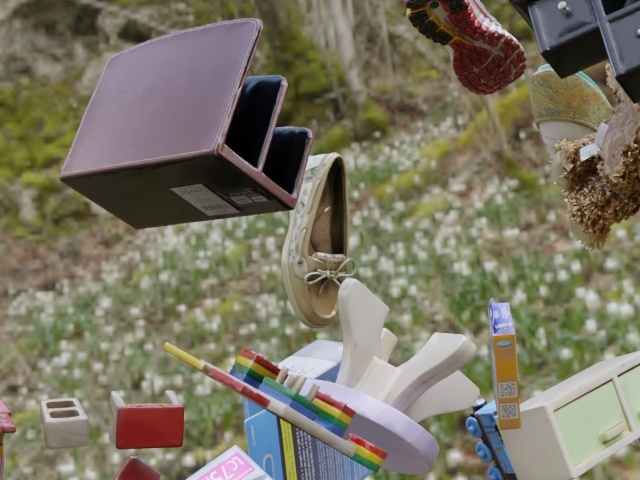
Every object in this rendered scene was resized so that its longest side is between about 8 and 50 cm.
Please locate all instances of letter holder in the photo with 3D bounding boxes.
[{"bbox_3d":[-0.164,-0.152,1.718,0.302,0.214,0.152,-6,-30,41],"label":"letter holder"}]

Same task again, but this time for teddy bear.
[{"bbox_3d":[0.431,-0.126,1.743,0.113,0.245,0.338,11,-54,-27],"label":"teddy bear"}]

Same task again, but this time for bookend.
[{"bbox_3d":[0.289,-0.204,1.322,0.157,0.156,0.072,-23,-32,24],"label":"bookend"}]

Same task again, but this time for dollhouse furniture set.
[{"bbox_3d":[-0.382,0.336,1.890,0.374,0.201,0.152,1,8,-18],"label":"dollhouse furniture set"}]

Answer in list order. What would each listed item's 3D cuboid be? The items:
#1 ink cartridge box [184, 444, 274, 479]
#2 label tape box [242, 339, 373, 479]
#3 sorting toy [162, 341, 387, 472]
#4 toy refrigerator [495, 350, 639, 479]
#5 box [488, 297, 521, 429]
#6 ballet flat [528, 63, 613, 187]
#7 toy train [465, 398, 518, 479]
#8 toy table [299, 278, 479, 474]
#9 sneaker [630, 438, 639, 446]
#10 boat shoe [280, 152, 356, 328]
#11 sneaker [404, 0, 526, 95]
[{"bbox_3d":[-0.089,0.459,1.928,0.186,0.311,0.065,-31,-28,-37],"label":"ink cartridge box"},{"bbox_3d":[-0.048,0.345,2.238,0.115,0.249,0.348,6,20,36],"label":"label tape box"},{"bbox_3d":[-0.041,0.152,1.317,0.132,0.046,0.274,22,-11,42],"label":"sorting toy"},{"bbox_3d":[0.359,0.233,1.743,0.094,0.102,0.269,-24,-5,43],"label":"toy refrigerator"},{"bbox_3d":[0.206,0.134,1.468,0.028,0.136,0.081,-3,22,4],"label":"box"},{"bbox_3d":[0.394,-0.147,1.993,0.123,0.123,0.348,-14,-25,18],"label":"ballet flat"},{"bbox_3d":[0.331,0.365,2.335,0.080,0.184,0.105,-28,6,-30],"label":"toy train"},{"bbox_3d":[0.080,0.185,1.688,0.274,0.161,0.252,10,-30,51],"label":"toy table"},{"bbox_3d":[0.593,0.370,2.390,0.038,0.069,0.098,-54,-24,2],"label":"sneaker"},{"bbox_3d":[0.000,0.000,2.123,0.104,0.285,0.089,-2,-3,-40],"label":"boat shoe"},{"bbox_3d":[0.178,-0.265,1.601,0.088,0.092,0.225,-30,-48,19],"label":"sneaker"}]
